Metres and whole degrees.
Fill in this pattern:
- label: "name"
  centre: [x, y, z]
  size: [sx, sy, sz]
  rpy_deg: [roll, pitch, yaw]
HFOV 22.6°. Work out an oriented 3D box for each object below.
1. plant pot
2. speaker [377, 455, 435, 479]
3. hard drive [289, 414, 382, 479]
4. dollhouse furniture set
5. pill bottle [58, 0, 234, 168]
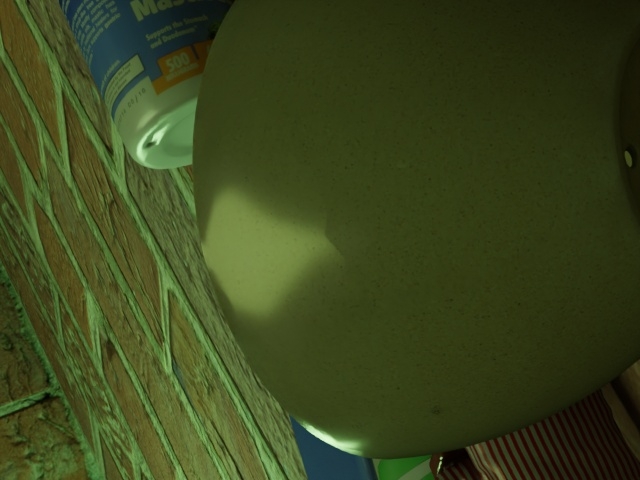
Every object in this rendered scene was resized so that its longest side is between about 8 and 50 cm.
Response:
- label: "plant pot"
  centre: [0.101, -0.035, 0.818]
  size: [0.191, 0.284, 0.284]
  rpy_deg: [-10, 102, 41]
- label: "speaker"
  centre: [0.153, 0.272, 1.158]
  size: [0.297, 0.131, 0.131]
  rpy_deg: [63, 161, 20]
- label: "hard drive"
  centre: [-0.004, 0.116, 1.592]
  size: [0.210, 0.040, 0.319]
  rpy_deg: [19, 127, 67]
- label: "dollhouse furniture set"
  centre: [0.058, 0.241, 1.011]
  size: [0.201, 0.374, 0.152]
  rpy_deg: [62, 165, 19]
- label: "pill bottle"
  centre: [-0.160, -0.217, 1.511]
  size: [0.272, 0.152, 0.152]
  rpy_deg: [63, 161, 18]
